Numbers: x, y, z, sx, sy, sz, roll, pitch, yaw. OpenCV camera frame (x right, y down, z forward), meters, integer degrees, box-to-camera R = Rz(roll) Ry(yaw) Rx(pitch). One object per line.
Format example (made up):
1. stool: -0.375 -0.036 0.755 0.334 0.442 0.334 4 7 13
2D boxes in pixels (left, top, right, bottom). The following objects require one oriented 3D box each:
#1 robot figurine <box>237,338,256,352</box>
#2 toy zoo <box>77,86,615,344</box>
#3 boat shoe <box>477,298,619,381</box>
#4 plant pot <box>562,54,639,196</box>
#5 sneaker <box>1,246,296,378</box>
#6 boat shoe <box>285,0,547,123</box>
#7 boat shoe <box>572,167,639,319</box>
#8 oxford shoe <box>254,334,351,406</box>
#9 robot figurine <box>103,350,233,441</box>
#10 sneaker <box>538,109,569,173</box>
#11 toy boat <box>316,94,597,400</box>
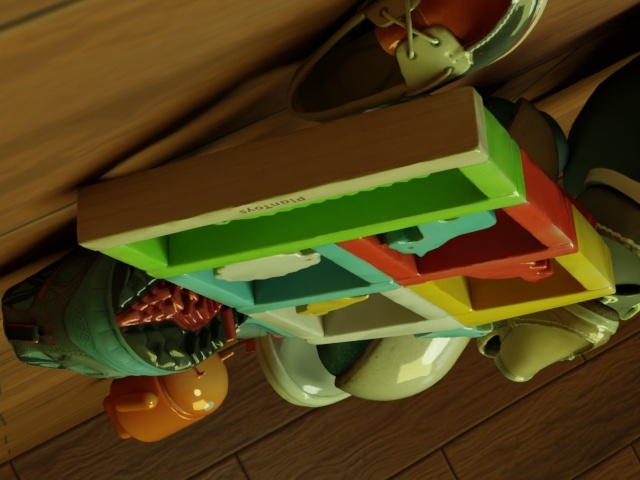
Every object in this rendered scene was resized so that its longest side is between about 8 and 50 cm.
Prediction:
1. robot figurine: 0.029 0.048 1.530 0.291 0.085 0.211 -25 -175 -36
2. toy zoo: 0.038 0.009 0.622 0.192 0.030 0.293 -12 160 23
3. boat shoe: 0.156 0.070 0.854 0.072 0.068 0.190 -59 -178 -6
4. plant pot: 0.394 -0.072 1.053 0.341 0.341 0.334 -27 -178 -10
5. sneaker: -0.093 0.022 0.723 0.125 0.104 0.262 -11 178 24
6. boat shoe: 0.036 -0.082 0.473 0.043 0.049 0.137 -22 177 -37
7. boat shoe: 0.214 0.016 0.910 0.091 0.109 0.305 -49 176 -2
8. oxford shoe: 0.095 0.032 1.350 0.449 0.169 0.130 -33 -177 -41
9. robot figurine: -0.231 0.227 1.799 0.219 0.128 0.158 -30 137 30
10. sneaker: 0.162 -0.060 1.222 0.090 0.081 0.232 -31 177 -27
11. toy boat: 0.082 -0.018 0.848 0.267 0.148 0.318 -57 -179 -12
